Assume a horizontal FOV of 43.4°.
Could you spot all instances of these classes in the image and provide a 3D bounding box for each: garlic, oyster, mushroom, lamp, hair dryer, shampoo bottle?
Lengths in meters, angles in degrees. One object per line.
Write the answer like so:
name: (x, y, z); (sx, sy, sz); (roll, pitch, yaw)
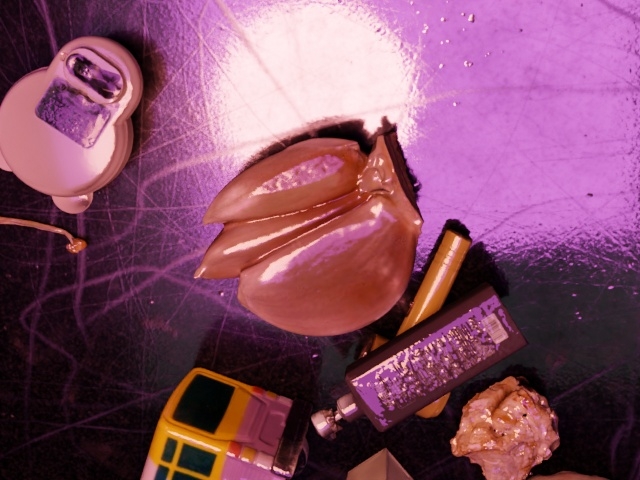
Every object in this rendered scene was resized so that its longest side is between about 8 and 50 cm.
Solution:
garlic: (0.000, 0.000, 1.114); (0.325, 0.132, 0.279); (-29, 103, 12)
oyster: (0.277, 0.306, 1.200); (0.163, 0.081, 0.191); (-11, 96, 23)
mushroom: (-0.491, -0.028, 1.218); (0.286, 0.028, 0.026); (15, 152, 2)
lamp: (-0.336, -0.169, 1.106); (0.179, 0.108, 0.246); (35, 107, -10)
hair dryer: (0.158, 0.118, 1.169); (0.135, 0.090, 0.278); (23, 103, -1)
shampoo bottle: (0.125, 0.179, 1.106); (0.309, 0.071, 0.098); (-32, 98, 4)

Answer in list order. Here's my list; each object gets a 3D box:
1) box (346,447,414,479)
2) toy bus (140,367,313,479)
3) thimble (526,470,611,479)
box: (0.137, 0.457, 1.254); (0.086, 0.129, 0.225); (-38, 101, 16)
toy bus: (-0.187, 0.444, 1.241); (0.249, 0.209, 0.439); (20, 109, 1)
thimble: (0.369, 0.501, 1.211); (0.292, 0.195, 0.291); (2, 104, 8)
